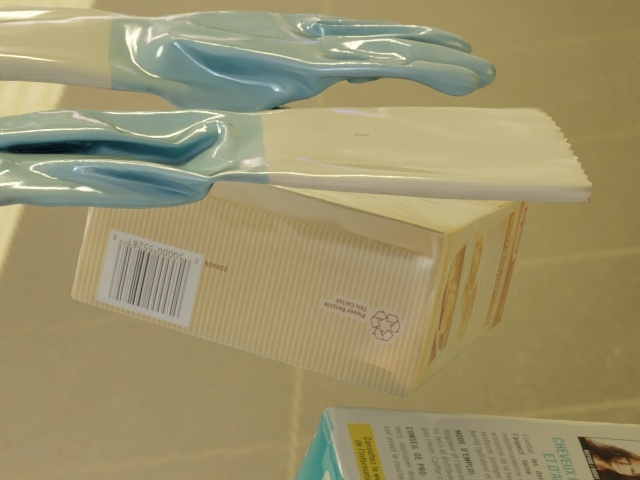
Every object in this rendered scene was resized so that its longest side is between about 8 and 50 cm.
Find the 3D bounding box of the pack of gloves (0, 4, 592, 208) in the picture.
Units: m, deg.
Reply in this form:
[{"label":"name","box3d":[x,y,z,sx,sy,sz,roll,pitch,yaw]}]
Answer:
[{"label":"pack of gloves","box3d":[-0.046,-0.032,0.612,0.232,0.046,0.195,0,22,-5]}]

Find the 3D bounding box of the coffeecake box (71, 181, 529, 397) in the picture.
[{"label":"coffeecake box","box3d":[0.000,0.000,0.793,0.142,0.068,0.185,15,10,14]}]

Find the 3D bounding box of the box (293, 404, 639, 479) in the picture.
[{"label":"box","box3d":[0.116,0.123,0.696,0.244,0.060,0.100,6,40,-20]}]
